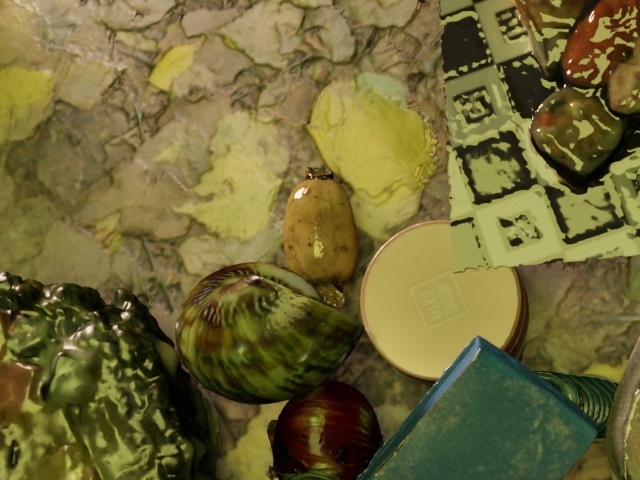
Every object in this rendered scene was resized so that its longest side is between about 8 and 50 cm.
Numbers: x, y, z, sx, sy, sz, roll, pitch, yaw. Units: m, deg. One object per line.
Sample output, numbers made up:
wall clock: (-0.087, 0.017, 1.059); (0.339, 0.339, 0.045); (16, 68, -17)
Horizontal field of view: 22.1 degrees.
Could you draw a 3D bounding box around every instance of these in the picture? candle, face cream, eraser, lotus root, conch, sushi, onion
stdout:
candle: (0.337, 0.142, 1.463); (0.192, 0.068, 0.168); (-20, 87, -8)
face cream: (0.117, 0.062, 1.528); (0.149, 0.104, 0.149); (-2, 80, 11)
eraser: (0.099, 0.243, 1.473); (0.144, 0.042, 0.312); (36, 102, -13)
lotus root: (0.000, 0.000, 1.586); (0.072, 0.063, 0.152); (-9, 77, 0)
conch: (-0.045, 0.090, 1.507); (0.187, 0.181, 0.124); (16, 95, 24)
sushi: (0.264, -0.153, 1.454); (0.320, 0.069, 0.339); (-3, 78, 9)
sushi: (-0.248, 0.201, 1.543); (0.294, 0.178, 0.352); (-20, 78, 6)
onion: (0.004, 0.185, 1.527); (0.118, 0.117, 0.119); (4, 64, -8)

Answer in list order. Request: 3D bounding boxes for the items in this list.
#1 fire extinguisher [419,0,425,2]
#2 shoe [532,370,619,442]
fire extinguisher: (0.125, -0.352, 1.623); (0.099, 0.071, 0.231); (25, 86, -13)
shoe: (0.224, 0.150, 1.509); (0.143, 0.071, 0.064); (6, 82, 5)
